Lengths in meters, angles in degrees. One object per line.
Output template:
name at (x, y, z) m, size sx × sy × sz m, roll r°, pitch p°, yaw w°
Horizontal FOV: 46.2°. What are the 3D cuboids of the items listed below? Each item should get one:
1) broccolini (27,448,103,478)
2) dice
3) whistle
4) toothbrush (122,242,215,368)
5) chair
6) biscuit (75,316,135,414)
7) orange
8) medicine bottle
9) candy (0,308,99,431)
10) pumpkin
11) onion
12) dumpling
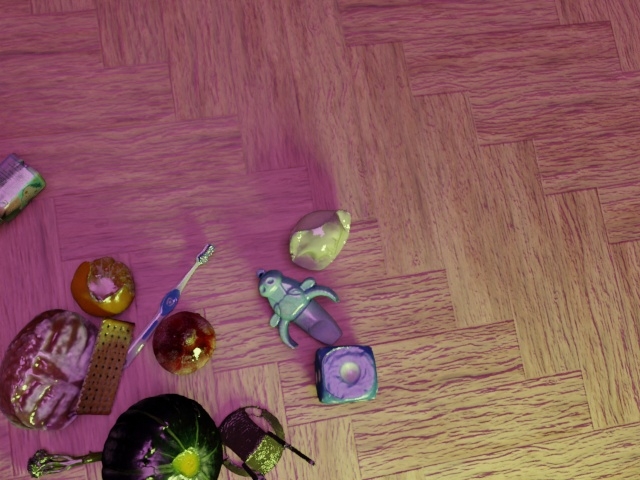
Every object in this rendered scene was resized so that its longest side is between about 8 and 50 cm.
broccolini at (-0.592, 0.522, 1.807) m, size 0.216 × 0.058 × 0.067 m, roll -9°, pitch 123°, yaw -18°
dice at (0.061, 0.339, 1.891) m, size 0.146 × 0.146 × 0.143 m, roll -2°, pitch 79°, yaw -9°
whistle at (-0.059, 0.167, 1.930) m, size 0.274 × 0.093 × 0.186 m, roll 41°, pitch 103°, yaw -4°
toothbrush at (-0.391, 0.164, 1.905) m, size 0.040 × 0.040 × 0.386 m, roll 37°, pitch 80°, yaw -2°
chair at (-0.150, 0.522, 1.857) m, size 0.213 × 0.149 × 0.174 m, roll 31°, pitch 76°, yaw 40°
biscuit at (-0.513, 0.301, 1.791) m, size 0.016 × 0.139 × 0.232 m, roll 11°, pitch 81°, yaw 23°
orange at (-0.531, 0.114, 1.836) m, size 0.156 × 0.134 × 0.157 m, roll -1°, pitch 93°, yaw -12°
medicine bottle at (-0.776, -0.111, 1.836) m, size 0.094 × 0.119 × 0.188 m, roll 40°, pitch 76°, yaw -1°
candy at (-0.626, 0.302, 1.753) m, size 0.214 × 0.157 × 0.290 m, roll 30°, pitch 68°, yaw -37°
pumpkin at (-0.381, 0.504, 1.755) m, size 0.295 × 0.296 × 0.296 m, roll 2°, pitch 80°, yaw -9°
onion at (-0.326, 0.246, 1.817) m, size 0.159 × 0.195 × 0.160 m, roll 4°, pitch 77°, yaw -18°
dumpling at (0.003, 0.000, 1.966) m, size 0.181 × 0.111 × 0.155 m, roll -11°, pitch 114°, yaw -5°
